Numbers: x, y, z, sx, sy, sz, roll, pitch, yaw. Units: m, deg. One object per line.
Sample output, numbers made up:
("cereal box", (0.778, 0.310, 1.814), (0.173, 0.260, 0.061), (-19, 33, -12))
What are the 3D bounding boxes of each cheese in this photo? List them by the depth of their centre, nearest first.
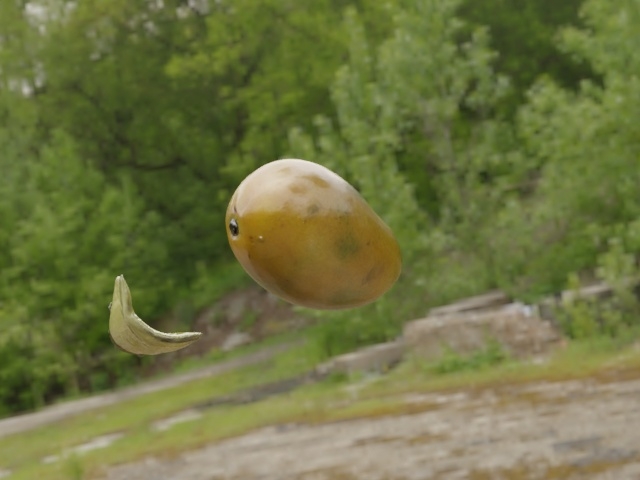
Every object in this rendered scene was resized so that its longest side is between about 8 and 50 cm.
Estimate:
("cheese", (-0.142, 0.062, 1.105), (0.041, 0.084, 0.060), (-52, 24, -24))

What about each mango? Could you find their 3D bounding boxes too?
("mango", (-0.004, 0.003, 1.163), (0.111, 0.163, 0.089), (-51, 26, -11))
